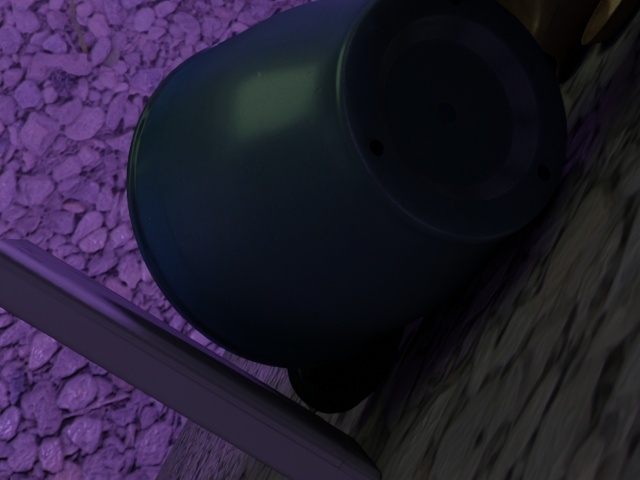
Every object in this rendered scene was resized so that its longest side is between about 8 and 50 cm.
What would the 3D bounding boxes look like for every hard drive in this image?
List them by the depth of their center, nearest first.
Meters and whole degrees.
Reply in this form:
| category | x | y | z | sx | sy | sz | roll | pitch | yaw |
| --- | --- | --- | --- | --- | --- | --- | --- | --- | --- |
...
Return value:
| category | x | y | z | sx | sy | sz | roll | pitch | yaw |
| --- | --- | --- | --- | --- | --- | --- | --- | --- | --- |
| hard drive | -0.105 | 0.095 | 1.091 | 0.040 | 0.307 | 0.203 | -58 | 4 | -3 |

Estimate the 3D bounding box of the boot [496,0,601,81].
| category | x | y | z | sx | sy | sz | roll | pitch | yaw |
| --- | --- | --- | --- | --- | --- | --- | --- | --- | --- |
| boot | 0.181 | -0.205 | 1.318 | 0.305 | 0.112 | 0.115 | -109 | 39 | -82 |

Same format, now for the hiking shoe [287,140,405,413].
| category | x | y | z | sx | sy | sz | roll | pitch | yaw |
| --- | --- | --- | --- | --- | --- | --- | --- | --- | --- |
| hiking shoe | 0.000 | 0.000 | 1.263 | 0.132 | 0.113 | 0.304 | -24 | 63 | 58 |

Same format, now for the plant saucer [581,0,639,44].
| category | x | y | z | sx | sy | sz | roll | pitch | yaw |
| --- | --- | --- | --- | --- | --- | --- | --- | --- | --- |
| plant saucer | 0.229 | -0.182 | 1.128 | 0.083 | 0.015 | 0.083 | -58 | 5 | 8 |

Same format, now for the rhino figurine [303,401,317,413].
| category | x | y | z | sx | sy | sz | roll | pitch | yaw |
| --- | --- | --- | --- | --- | --- | --- | --- | --- | --- |
| rhino figurine | 0.028 | 0.065 | 1.357 | 0.106 | 0.073 | 0.243 | -59 | 5 | 47 |

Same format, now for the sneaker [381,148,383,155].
| category | x | y | z | sx | sy | sz | roll | pitch | yaw |
| --- | --- | --- | --- | --- | --- | --- | --- | --- | --- |
| sneaker | 0.092 | -0.094 | 1.332 | 0.135 | 0.097 | 0.276 | 80 | -148 | -58 |

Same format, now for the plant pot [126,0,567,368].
| category | x | y | z | sx | sy | sz | roll | pitch | yaw |
| --- | --- | --- | --- | --- | --- | --- | --- | --- | --- |
| plant pot | 0.034 | -0.060 | 1.069 | 0.255 | 0.271 | 0.271 | -24 | 32 | 57 |
